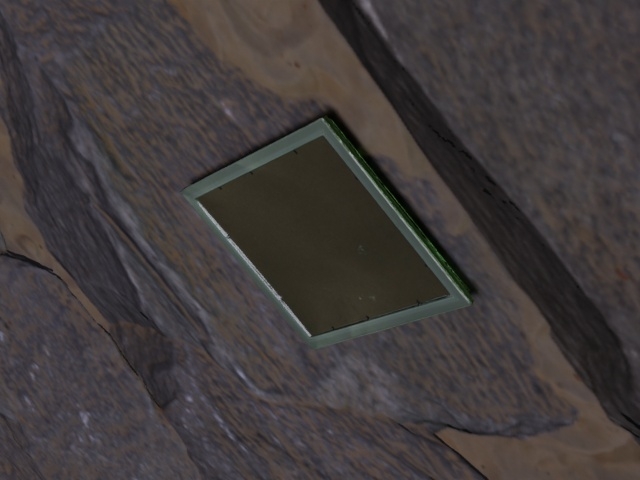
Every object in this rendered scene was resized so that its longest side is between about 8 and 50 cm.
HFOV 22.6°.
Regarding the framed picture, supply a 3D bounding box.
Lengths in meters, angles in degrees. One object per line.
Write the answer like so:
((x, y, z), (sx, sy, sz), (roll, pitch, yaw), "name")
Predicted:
((0.000, 0.000, 0.991), (0.142, 0.011, 0.183), (51, 148, -11), "framed picture")
